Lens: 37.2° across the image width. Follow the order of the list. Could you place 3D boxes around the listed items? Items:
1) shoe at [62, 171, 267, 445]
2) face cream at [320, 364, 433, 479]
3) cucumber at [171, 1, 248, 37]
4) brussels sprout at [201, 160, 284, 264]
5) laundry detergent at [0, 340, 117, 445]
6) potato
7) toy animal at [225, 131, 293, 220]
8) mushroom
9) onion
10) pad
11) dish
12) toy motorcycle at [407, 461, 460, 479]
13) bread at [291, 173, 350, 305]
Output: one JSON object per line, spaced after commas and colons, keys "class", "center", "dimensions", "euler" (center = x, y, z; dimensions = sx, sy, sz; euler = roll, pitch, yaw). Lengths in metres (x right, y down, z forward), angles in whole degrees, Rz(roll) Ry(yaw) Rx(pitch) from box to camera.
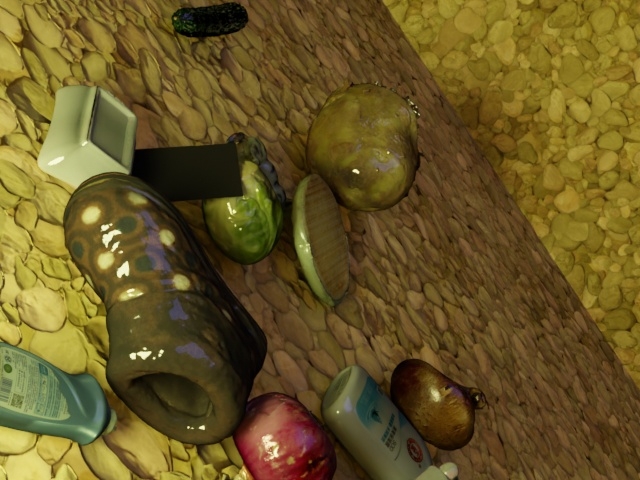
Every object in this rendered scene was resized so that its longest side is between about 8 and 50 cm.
{"class": "shoe", "center": [-0.227, 0.102, 1.298], "dimensions": [0.384, 0.171, 0.237], "euler": [56, 20, -20]}
{"class": "face cream", "center": [0.133, 0.386, 1.711], "dimensions": [0.336, 0.080, 0.163], "euler": [51, 29, -10]}
{"class": "cucumber", "center": [-0.247, -0.478, 2.065], "dimensions": [0.072, 0.072, 0.300], "euler": [57, 27, 0]}
{"class": "brussels sprout", "center": [-0.139, -0.049, 1.664], "dimensions": [0.161, 0.144, 0.180], "euler": [-39, 131, -57]}
{"class": "laundry detergent", "center": [-0.325, 0.192, 1.145], "dimensions": [0.206, 0.061, 0.096], "euler": [32, 32, -42]}
{"class": "potato", "center": [0.072, -0.189, 2.116], "dimensions": [0.237, 0.289, 0.301], "euler": [-35, 128, -49]}
{"class": "toy animal", "center": [-0.108, -0.090, 1.832], "dimensions": [0.170, 0.090, 0.255], "euler": [-96, 163, -47]}
{"class": "mushroom", "center": [0.213, 0.326, 1.844], "dimensions": [0.138, 0.194, 0.231], "euler": [-62, 155, -19]}
{"class": "onion", "center": [-0.056, 0.309, 1.394], "dimensions": [0.177, 0.153, 0.177], "euler": [40, 14, -12]}
{"class": "pad", "center": [-0.229, -0.112, 1.584], "dimensions": [0.004, 0.190, 0.127], "euler": [95, -12, -50]}
{"class": "dish", "center": [-0.349, -0.158, 1.497], "dimensions": [0.151, 0.077, 0.212], "euler": [39, 30, -32]}
{"class": "toy motorcycle", "center": [0.182, 0.445, 1.622], "dimensions": [0.225, 0.152, 0.073], "euler": [10, 18, -37]}
{"class": "bread", "center": [0.000, 0.000, 1.891], "dimensions": [0.267, 0.040, 0.267], "euler": [-12, 90, -72]}
